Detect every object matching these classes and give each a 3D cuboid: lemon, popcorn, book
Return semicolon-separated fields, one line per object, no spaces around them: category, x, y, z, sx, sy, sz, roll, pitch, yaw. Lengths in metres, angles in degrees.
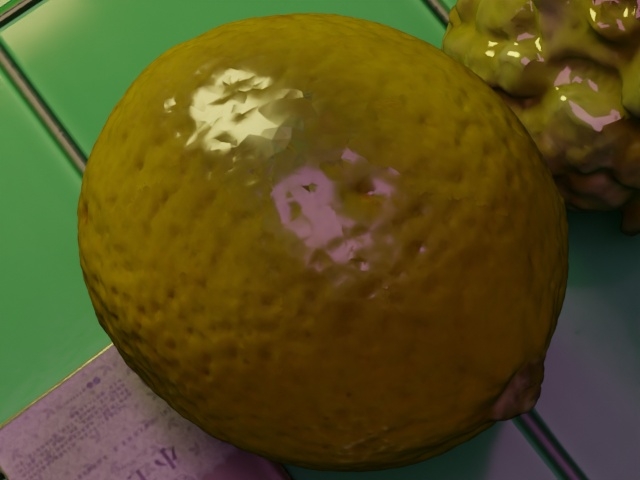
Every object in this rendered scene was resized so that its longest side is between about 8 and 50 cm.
lemon;0.001;0.001;0.824;0.267;0.267;0.267;0;74;1
popcorn;0.197;-0.130;0.884;0.259;0.212;0.259;-2;76;8
book;-0.092;0.154;0.900;0.138;0.016;0.198;-36;76;-9
